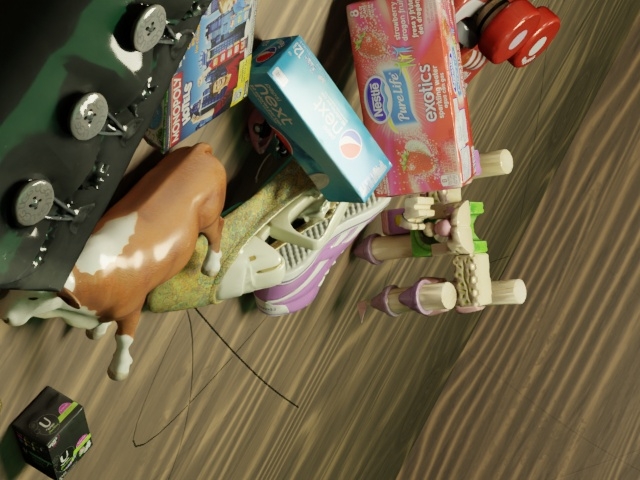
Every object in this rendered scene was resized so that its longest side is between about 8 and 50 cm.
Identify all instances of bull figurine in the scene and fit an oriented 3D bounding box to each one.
[{"bbox_3d":[-0.199,0.023,1.172,0.310,0.101,0.188,-45,155,-38],"label":"bull figurine"}]

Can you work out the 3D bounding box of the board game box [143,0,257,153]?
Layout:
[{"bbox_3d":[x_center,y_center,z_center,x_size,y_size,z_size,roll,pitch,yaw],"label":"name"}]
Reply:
[{"bbox_3d":[-0.141,-0.194,1.102,0.194,0.060,0.194,-41,151,-44],"label":"board game box"}]

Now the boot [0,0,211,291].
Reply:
[{"bbox_3d":[-0.222,-0.182,0.834,0.445,0.146,0.367,-54,146,7],"label":"boot"}]

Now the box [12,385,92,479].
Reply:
[{"bbox_3d":[-0.294,0.214,1.243,0.062,0.052,0.083,-50,156,-35],"label":"box"}]

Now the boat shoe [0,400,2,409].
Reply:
[{"bbox_3d":[-0.384,0.188,0.932,0.307,0.111,0.104,-47,153,-61],"label":"boat shoe"}]

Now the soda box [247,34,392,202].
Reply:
[{"bbox_3d":[-0.007,-0.139,1.330,0.067,0.071,0.210,-53,123,-25],"label":"soda box"}]

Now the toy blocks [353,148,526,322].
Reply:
[{"bbox_3d":[0.143,-0.011,1.851,0.309,0.260,0.288,-4,88,-51],"label":"toy blocks"}]

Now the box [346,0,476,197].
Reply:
[{"bbox_3d":[0.123,-0.195,1.483,0.128,0.123,0.256,-37,120,-70],"label":"box"}]

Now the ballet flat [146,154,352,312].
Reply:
[{"bbox_3d":[-0.062,-0.008,1.397,0.348,0.123,0.123,-42,152,-32],"label":"ballet flat"}]

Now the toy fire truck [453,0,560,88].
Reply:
[{"bbox_3d":[0.206,-0.296,1.717,0.254,0.169,0.302,-50,164,21],"label":"toy fire truck"}]

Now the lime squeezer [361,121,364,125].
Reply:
[{"bbox_3d":[0.038,-0.108,1.599,0.310,0.110,0.059,-25,162,-26],"label":"lime squeezer"}]

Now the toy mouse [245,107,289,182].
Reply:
[{"bbox_3d":[-0.059,-0.141,1.407,0.161,0.031,0.143,-8,129,-62],"label":"toy mouse"}]

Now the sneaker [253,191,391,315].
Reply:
[{"bbox_3d":[-0.001,0.000,1.652,0.282,0.102,0.161,-39,154,-28],"label":"sneaker"}]
